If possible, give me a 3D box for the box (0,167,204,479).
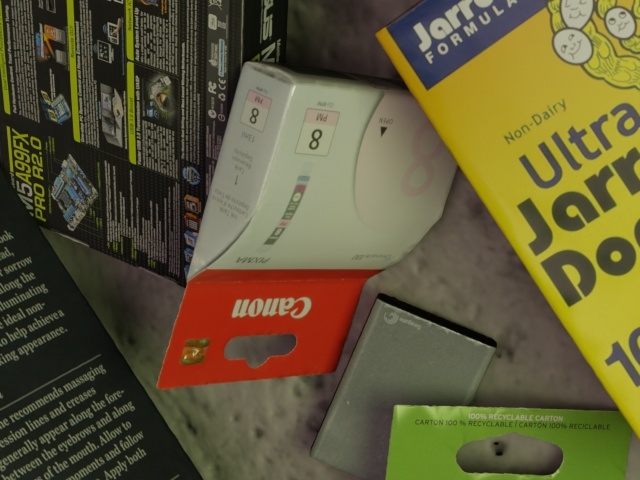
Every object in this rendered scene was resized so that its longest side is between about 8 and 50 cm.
[{"bbox_3d":[-0.308,0.155,1.109,0.293,0.212,0.395,-37,85,35],"label":"box"}]

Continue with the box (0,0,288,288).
[{"bbox_3d":[-0.131,-0.107,1.049,0.216,0.060,0.270,21,130,23],"label":"box"}]

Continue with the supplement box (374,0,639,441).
[{"bbox_3d":[0.228,-0.040,0.935,0.194,0.195,0.357,-35,87,20],"label":"supplement box"}]

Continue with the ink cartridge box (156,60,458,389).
[{"bbox_3d":[0.000,0.000,1.025,0.066,0.189,0.232,24,106,40],"label":"ink cartridge box"}]

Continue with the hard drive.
[{"bbox_3d":[0.060,0.116,1.100,0.094,0.022,0.135,23,106,0],"label":"hard drive"}]

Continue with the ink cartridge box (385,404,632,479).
[{"bbox_3d":[0.132,0.250,1.031,0.188,0.097,0.255,3,101,-11],"label":"ink cartridge box"}]
